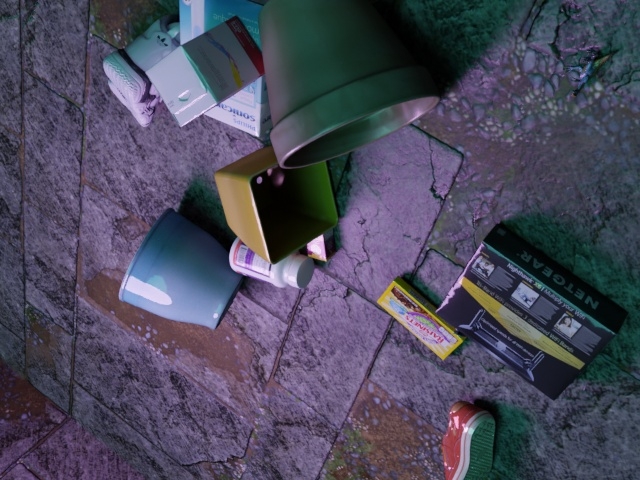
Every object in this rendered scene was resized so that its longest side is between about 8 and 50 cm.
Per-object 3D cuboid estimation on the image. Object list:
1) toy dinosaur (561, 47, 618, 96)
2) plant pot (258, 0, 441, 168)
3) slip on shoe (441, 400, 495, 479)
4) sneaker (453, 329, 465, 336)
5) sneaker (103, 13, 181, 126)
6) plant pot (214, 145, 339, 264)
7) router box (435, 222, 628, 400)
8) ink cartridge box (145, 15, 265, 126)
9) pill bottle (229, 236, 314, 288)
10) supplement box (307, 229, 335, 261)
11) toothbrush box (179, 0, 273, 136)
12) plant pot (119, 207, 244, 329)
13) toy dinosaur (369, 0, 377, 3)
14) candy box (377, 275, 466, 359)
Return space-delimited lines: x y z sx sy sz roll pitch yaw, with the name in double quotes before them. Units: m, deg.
"toy dinosaur" 0.447 -0.276 1.372 0.090 0.047 0.082 8 143 22
"plant pot" 0.022 -0.322 1.513 0.323 0.323 0.280 -24 87 45
"slip on shoe" 0.343 0.514 1.970 0.101 0.123 0.331 40 142 42
"sneaker" 0.299 0.181 1.788 0.098 0.069 0.038 24 131 24
"sneaker" -0.371 -0.388 1.879 0.137 0.210 0.366 51 171 -2
"plant pot" -0.114 -0.101 1.832 0.187 0.212 0.212 17 129 44
"router box" 0.417 0.148 1.662 0.309 0.081 0.243 37 136 12
"ink cartridge box" -0.216 -0.326 1.579 0.128 0.176 0.127 -22 106 43
"pill bottle" -0.116 0.052 1.999 0.193 0.108 0.108 18 129 28
"supplement box" 0.000 0.000 1.917 0.055 0.043 0.083 14 126 32
"toothbrush box" -0.175 -0.399 1.716 0.216 0.126 0.295 26 134 21
"plant pot" -0.337 0.092 2.112 0.255 0.271 0.271 27 135 0
"toy dinosaur" 0.135 -0.482 1.476 0.092 0.053 0.183 51 152 23
"candy box" 0.229 0.178 1.867 0.206 0.027 0.105 41 145 8
